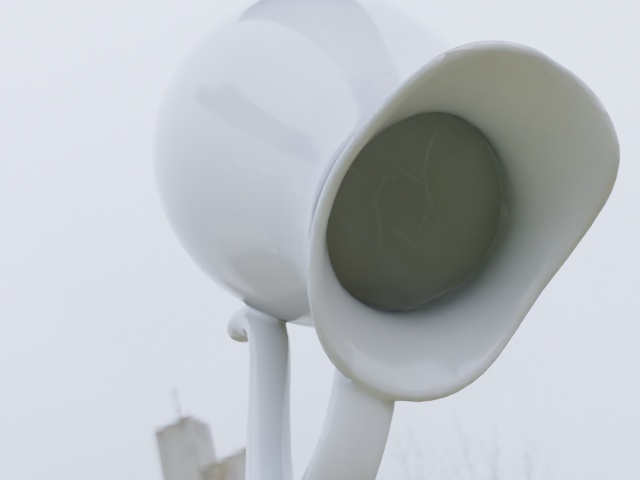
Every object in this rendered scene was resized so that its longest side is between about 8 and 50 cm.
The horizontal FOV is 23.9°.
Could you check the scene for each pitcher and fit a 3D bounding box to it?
[{"bbox_3d":[0.000,0.000,0.541,0.125,0.207,0.178,25,-85,-22],"label":"pitcher"}]
